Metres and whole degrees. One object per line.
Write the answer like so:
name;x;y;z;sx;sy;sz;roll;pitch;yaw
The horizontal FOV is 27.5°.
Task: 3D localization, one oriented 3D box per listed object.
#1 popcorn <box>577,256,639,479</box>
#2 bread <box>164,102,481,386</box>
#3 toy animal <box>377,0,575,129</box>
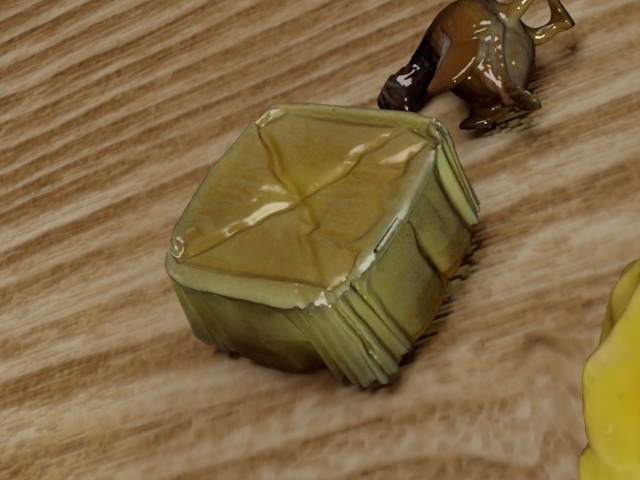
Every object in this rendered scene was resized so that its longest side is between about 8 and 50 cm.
popcorn;0.260;0.115;0.441;0.349;0.382;0.349;-12;0;0
bread;0.002;0.001;0.955;0.210;0.110;0.192;6;55;41
toy animal;0.122;-0.138;1.073;0.179;0.089;0.188;-37;32;20
